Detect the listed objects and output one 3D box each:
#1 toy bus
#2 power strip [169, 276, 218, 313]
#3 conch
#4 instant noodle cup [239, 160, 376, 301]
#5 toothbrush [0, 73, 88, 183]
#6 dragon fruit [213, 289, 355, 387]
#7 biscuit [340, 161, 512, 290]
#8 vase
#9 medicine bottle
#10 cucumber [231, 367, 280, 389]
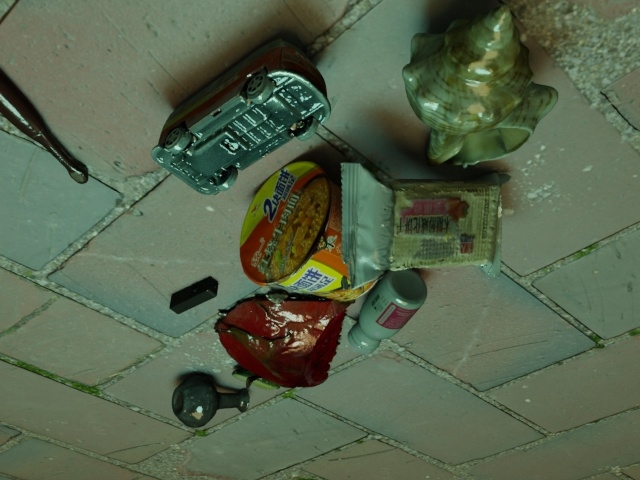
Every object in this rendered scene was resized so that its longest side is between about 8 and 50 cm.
[{"bbox_3d":[-0.107,-0.176,1.026,0.265,0.119,0.121,-28,133,31],"label":"toy bus"},{"bbox_3d":[-0.250,0.108,1.443,0.111,0.037,0.029,-25,133,26],"label":"power strip"},{"bbox_3d":[0.211,-0.202,0.982,0.203,0.169,0.386,22,177,9],"label":"conch"},{"bbox_3d":[0.000,0.000,1.189,0.174,0.213,0.213,26,135,-38],"label":"instant noodle cup"},{"bbox_3d":[-0.452,-0.201,1.066,0.041,0.040,0.364,-15,139,18],"label":"toothbrush"},{"bbox_3d":[-0.090,0.232,1.553,0.282,0.100,0.343,8,139,-2],"label":"dragon fruit"},{"bbox_3d":[0.162,-0.022,1.132,0.309,0.186,0.079,-1,-173,-33],"label":"biscuit"},{"bbox_3d":[-0.253,0.378,1.728,0.183,0.120,0.120,6,144,-36],"label":"vase"},{"bbox_3d":[0.124,0.144,1.441,0.091,0.090,0.216,14,140,-16],"label":"medicine bottle"},{"bbox_3d":[-0.150,0.313,1.692,0.107,0.035,0.067,26,157,-23],"label":"cucumber"}]
